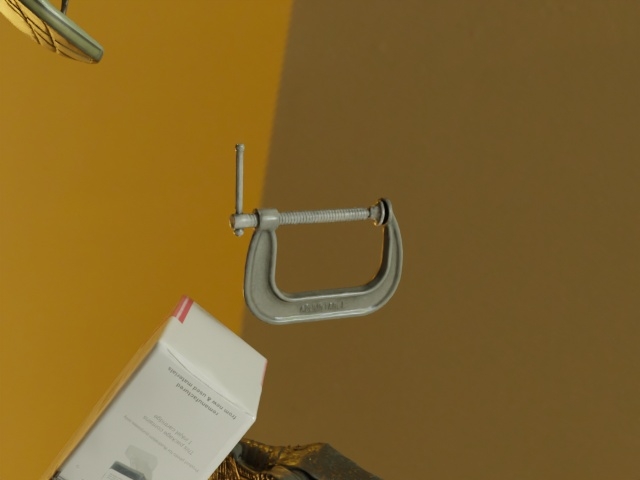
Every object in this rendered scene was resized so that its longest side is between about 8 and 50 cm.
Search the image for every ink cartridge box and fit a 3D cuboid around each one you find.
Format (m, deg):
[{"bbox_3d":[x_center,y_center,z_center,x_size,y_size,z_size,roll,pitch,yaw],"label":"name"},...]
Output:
[{"bbox_3d":[-0.141,0.163,0.933,0.092,0.158,0.218,39,-82,-5],"label":"ink cartridge box"}]

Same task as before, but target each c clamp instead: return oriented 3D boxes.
[{"bbox_3d":[0.000,0.000,0.962,0.022,0.161,0.137,27,-69,56],"label":"c clamp"}]

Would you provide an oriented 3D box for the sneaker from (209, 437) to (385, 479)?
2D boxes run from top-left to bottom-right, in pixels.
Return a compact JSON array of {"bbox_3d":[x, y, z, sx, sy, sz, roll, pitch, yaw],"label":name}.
[{"bbox_3d":[-0.026,0.202,1.099,0.170,0.089,0.051,17,-69,51],"label":"sneaker"}]

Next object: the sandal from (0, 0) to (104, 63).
[{"bbox_3d":[-0.341,-0.317,1.405,0.086,0.303,0.120,-46,-159,-15],"label":"sandal"}]
